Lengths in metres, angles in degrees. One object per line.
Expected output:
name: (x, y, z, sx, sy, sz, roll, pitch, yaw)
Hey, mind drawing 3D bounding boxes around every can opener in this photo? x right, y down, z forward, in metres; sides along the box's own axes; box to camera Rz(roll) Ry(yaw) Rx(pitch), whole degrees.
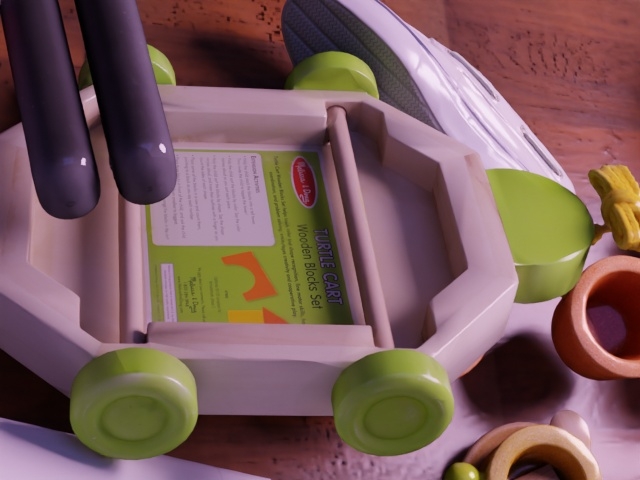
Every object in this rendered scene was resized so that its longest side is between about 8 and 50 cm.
can opener: (-0.133, -0.119, 0.766, 0.076, 0.095, 0.283, -11, 56, -9)

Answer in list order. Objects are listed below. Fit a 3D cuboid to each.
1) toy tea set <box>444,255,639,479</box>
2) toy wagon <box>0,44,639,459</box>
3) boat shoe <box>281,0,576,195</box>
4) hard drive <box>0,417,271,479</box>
toy tea set: (0.180, 0.088, 0.804, 0.336, 0.124, 0.200, 1, 74, -13)
toy wagon: (0.000, 0.000, 0.746, 0.344, 0.068, 0.267, 2, 40, -10)
boat shoe: (0.069, -0.078, 0.892, 0.226, 0.083, 0.076, 49, 45, -10)
hard drive: (-0.158, 0.172, 0.561, 0.353, 0.047, 0.233, 19, 46, -34)
